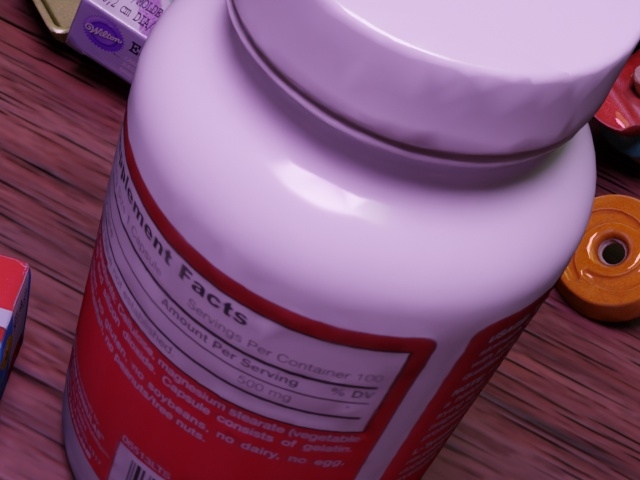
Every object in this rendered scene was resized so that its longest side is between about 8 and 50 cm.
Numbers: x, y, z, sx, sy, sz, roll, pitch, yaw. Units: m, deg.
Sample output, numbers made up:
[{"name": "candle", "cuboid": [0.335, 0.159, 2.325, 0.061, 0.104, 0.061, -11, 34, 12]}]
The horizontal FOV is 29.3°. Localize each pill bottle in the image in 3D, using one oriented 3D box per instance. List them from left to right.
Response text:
[{"name": "pill bottle", "cuboid": [0.000, 0.000, 0.643, 0.229, 0.407, 0.229, 11, 48, -12]}]

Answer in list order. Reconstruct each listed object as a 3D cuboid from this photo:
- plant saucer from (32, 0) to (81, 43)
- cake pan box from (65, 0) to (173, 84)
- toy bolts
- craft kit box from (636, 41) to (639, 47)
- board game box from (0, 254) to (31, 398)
[{"name": "plant saucer", "cuboid": [-0.175, -0.233, 1.026, 0.188, 0.045, 0.188, -15, 58, -31]}, {"name": "cake pan box", "cuboid": [-0.035, -0.184, 0.971, 0.267, 0.070, 0.245, 33, 54, -6]}, {"name": "toy bolts", "cuboid": [0.281, -0.037, 1.003, 0.218, 0.158, 0.228, -26, 67, 10]}, {"name": "craft kit box", "cuboid": [0.289, -0.206, 1.053, 0.250, 0.247, 0.061, -8, 95, -27]}, {"name": "board game box", "cuboid": [-0.344, 0.108, 0.642, 0.308, 0.086, 0.302, 15, 47, -8]}]
